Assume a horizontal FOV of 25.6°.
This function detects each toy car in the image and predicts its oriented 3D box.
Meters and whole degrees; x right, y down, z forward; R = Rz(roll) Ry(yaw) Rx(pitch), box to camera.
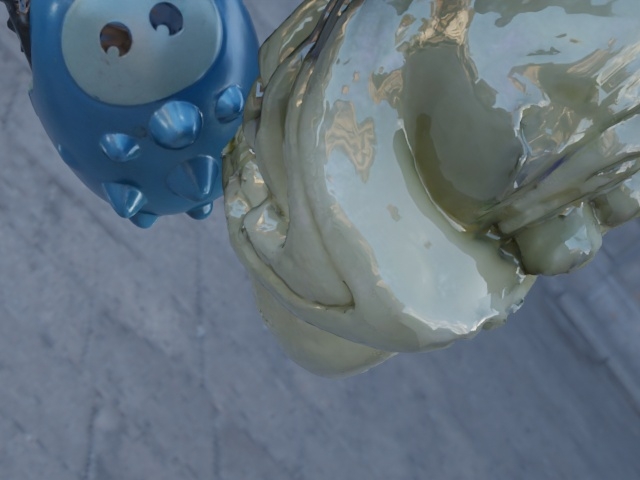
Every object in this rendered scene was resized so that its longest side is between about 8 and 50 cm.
[{"bbox_3d":[-0.130,-0.118,1.119,0.255,0.189,0.190,81,-16,-50],"label":"toy car"}]

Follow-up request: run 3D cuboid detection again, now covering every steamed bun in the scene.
[{"bbox_3d":[0.073,-0.085,0.906,0.247,0.339,0.352,52,-9,-9],"label":"steamed bun"}]
